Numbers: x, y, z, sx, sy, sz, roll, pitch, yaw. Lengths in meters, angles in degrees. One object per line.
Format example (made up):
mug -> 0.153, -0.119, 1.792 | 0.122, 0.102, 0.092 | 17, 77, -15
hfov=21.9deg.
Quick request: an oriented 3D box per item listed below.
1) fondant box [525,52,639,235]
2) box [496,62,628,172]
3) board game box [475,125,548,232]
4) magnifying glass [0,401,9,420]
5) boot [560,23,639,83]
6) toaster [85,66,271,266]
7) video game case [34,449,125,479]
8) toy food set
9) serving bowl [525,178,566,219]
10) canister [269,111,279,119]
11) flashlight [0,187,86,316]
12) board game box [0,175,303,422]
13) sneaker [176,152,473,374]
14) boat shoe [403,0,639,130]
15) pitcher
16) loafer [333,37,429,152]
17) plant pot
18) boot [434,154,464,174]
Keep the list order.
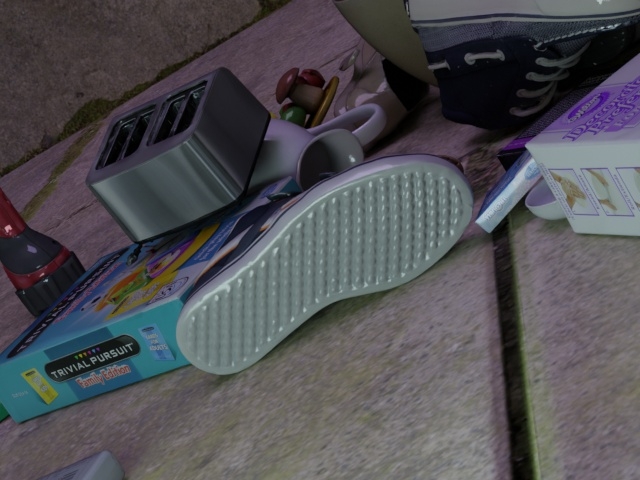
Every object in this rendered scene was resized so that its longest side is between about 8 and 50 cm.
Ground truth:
fondant box -> 0.340, -0.106, 1.263 | 0.238, 0.096, 0.330 | -38, 14, -17
box -> 0.263, -0.123, 1.617 | 0.162, 0.029, 0.116 | -41, 17, -25
board game box -> 0.182, -0.057, 1.517 | 0.090, 0.020, 0.090 | -50, 3, 22
magnifying glass -> -0.353, 0.161, 2.010 | 0.231, 0.026, 0.092 | -42, 16, -33
boot -> 0.298, -0.230, 1.843 | 0.161, 0.083, 0.246 | -30, 10, -38
toaster -> -0.162, -0.090, 1.872 | 0.168, 0.110, 0.185 | -22, 34, 30
video game case -> -0.346, 0.328, 1.427 | 0.300, 0.036, 0.329 | -25, 17, 28
toy food set -> -0.037, -0.161, 2.113 | 0.218, 0.071, 0.128 | -62, 7, 2
serving bowl -> 0.221, -0.042, 1.441 | 0.083, 0.027, 0.083 | -30, 14, 9
canister -> -0.134, -0.101, 2.307 | 0.170, 0.073, 0.126 | -41, 16, -22
flashlight -> -0.447, -0.041, 2.311 | 0.103, 0.304, 0.103 | -30, 16, 7
board game box -> -0.189, 0.068, 1.855 | 0.336, 0.079, 0.254 | -21, 19, 39
sneaker -> 0.000, 0.000, 1.578 | 0.321, 0.126, 0.127 | -30, 20, 18
boat shoe -> 0.235, -0.200, 1.714 | 0.127, 0.158, 0.340 | -27, 19, -29
pitcher -> -0.028, -0.100, 1.976 | 0.178, 0.125, 0.207 | -45, 26, -28
loafer -> 0.096, -0.206, 2.126 | 0.092, 0.102, 0.268 | -24, 26, 28
plant pot -> 0.184, -0.286, 1.993 | 0.284, 0.191, 0.284 | -31, 14, 9
boot -> 0.085, -0.053, 1.717 | 0.158, 0.059, 0.084 | -27, 11, 27
